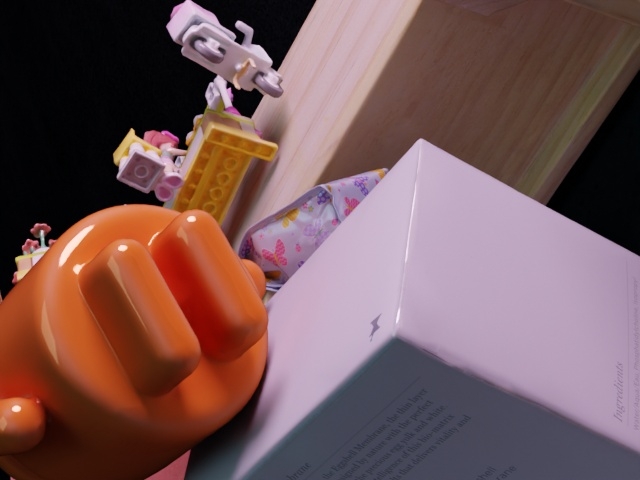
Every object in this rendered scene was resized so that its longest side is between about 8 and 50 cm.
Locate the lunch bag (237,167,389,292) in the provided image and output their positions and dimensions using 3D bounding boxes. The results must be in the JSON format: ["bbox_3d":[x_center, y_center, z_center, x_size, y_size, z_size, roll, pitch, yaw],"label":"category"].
[{"bbox_3d":[0.000,0.000,0.898,0.083,0.071,0.053,-27,84,33],"label":"lunch bag"}]

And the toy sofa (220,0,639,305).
[{"bbox_3d":[0.062,-0.064,1.018,0.362,0.150,0.177,-59,30,29],"label":"toy sofa"}]

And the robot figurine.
[{"bbox_3d":[-0.111,0.062,0.835,0.219,0.128,0.158,-40,26,54],"label":"robot figurine"}]

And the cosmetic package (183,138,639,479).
[{"bbox_3d":[0.077,0.101,0.835,0.224,0.225,0.138,-47,25,41],"label":"cosmetic package"}]

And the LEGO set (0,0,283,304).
[{"bbox_3d":[-0.134,-0.032,1.069,0.287,0.132,0.107,-43,30,13],"label":"LEGO set"}]

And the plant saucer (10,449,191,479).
[{"bbox_3d":[-0.097,0.218,1.168,0.259,0.047,0.258,-14,60,12],"label":"plant saucer"}]
